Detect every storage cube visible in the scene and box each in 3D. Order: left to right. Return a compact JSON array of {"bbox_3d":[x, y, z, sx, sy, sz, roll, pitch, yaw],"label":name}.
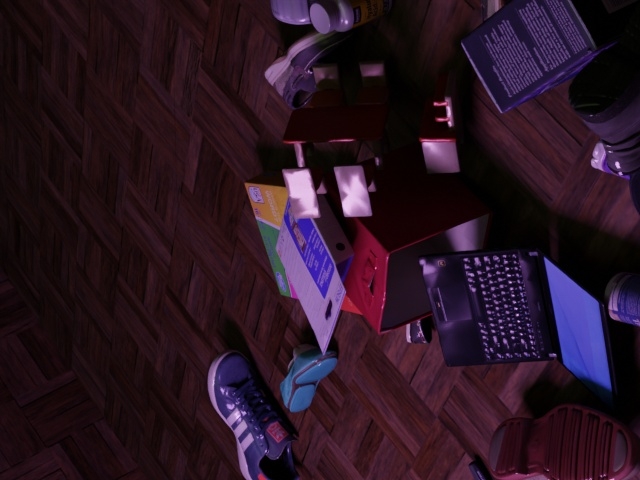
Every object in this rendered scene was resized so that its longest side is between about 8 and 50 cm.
[{"bbox_3d":[0.124,-0.007,1.935,0.193,0.215,0.183,49,150,37],"label":"storage cube"}]

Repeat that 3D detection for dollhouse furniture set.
[{"bbox_3d":[0.075,-0.172,1.843,0.259,0.262,0.135,-1,132,15],"label":"dollhouse furniture set"}]

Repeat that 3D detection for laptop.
[{"bbox_3d":[0.285,0.136,1.807,0.264,0.136,0.234,-5,129,16],"label":"laptop"}]

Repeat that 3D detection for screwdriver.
[{"bbox_3d":[0.308,0.462,2.211,0.170,0.025,0.024,62,152,4],"label":"screwdriver"}]

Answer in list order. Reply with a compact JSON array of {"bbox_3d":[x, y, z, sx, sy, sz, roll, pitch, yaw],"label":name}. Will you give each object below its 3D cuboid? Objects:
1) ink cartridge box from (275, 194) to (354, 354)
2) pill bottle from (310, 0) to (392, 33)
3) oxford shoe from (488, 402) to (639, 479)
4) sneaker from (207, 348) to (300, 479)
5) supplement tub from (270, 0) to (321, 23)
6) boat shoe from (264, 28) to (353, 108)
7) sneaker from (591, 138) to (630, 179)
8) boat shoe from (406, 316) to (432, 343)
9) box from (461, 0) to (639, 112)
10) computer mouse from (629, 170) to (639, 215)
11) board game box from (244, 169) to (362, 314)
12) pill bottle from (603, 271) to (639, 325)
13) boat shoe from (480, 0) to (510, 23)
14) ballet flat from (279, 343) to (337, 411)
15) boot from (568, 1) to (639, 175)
[{"bbox_3d":[-0.002,0.039,1.935,0.206,0.045,0.208,107,143,-57],"label":"ink cartridge box"},{"bbox_3d":[0.044,-0.347,1.870,0.065,0.116,0.065,40,145,36],"label":"pill bottle"},{"bbox_3d":[0.387,0.313,1.869,0.348,0.130,0.123,164,120,-67],"label":"oxford shoe"},{"bbox_3d":[-0.132,0.400,2.796,0.148,0.131,0.350,8,126,49],"label":"sneaker"},{"bbox_3d":[-0.030,-0.436,1.919,0.117,0.117,0.190,27,135,47],"label":"supplement tub"},{"bbox_3d":[-0.006,-0.284,2.032,0.092,0.103,0.285,58,155,-3],"label":"boat shoe"},{"bbox_3d":[0.387,-0.143,1.553,0.071,0.068,0.170,30,149,22],"label":"sneaker"},{"bbox_3d":[0.167,0.114,2.135,0.042,0.049,0.133,5,114,26],"label":"boat shoe"},{"bbox_3d":[0.293,-0.256,1.500,0.108,0.153,0.207,61,153,3],"label":"box"},{"bbox_3d":[0.483,-0.007,1.490,0.272,0.072,0.188,46,144,8],"label":"computer mouse"},{"bbox_3d":[0.000,0.000,2.289,0.316,0.064,0.242,9,121,56],"label":"board game box"},{"bbox_3d":[0.433,0.082,1.639,0.120,0.067,0.067,13,125,55],"label":"pill bottle"},{"bbox_3d":[0.237,-0.298,1.666,0.049,0.056,0.152,33,130,50],"label":"boat shoe"},{"bbox_3d":[-0.034,0.260,2.554,0.087,0.083,0.247,66,153,25],"label":"ballet flat"},{"bbox_3d":[0.392,-0.193,1.412,0.161,0.246,0.083,36,-167,-51],"label":"boot"}]
